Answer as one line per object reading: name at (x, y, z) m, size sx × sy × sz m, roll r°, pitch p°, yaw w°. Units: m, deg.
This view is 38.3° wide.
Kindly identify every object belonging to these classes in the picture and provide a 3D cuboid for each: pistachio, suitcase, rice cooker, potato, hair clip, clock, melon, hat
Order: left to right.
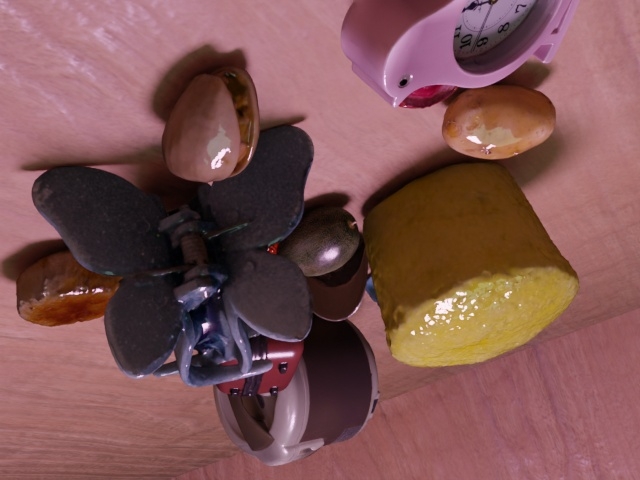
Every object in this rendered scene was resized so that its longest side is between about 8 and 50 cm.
hair clip at (-0.179, 0.047, 1.338) m, size 0.392 × 0.318 × 0.238 m, roll -13°, pitch 162°, yaw -13°
pistachio at (-0.139, -0.143, 1.165) m, size 0.124 × 0.124 × 0.185 m, roll -3°, pitch 140°, yaw -31°
suitcase at (-0.126, 0.165, 1.786) m, size 0.161 × 0.236 × 0.297 m, roll -1°, pitch 157°, yaw -8°
rice cooker at (-0.071, 0.333, 2.113) m, size 0.325 × 0.335 × 0.335 m, roll -3°, pitch 156°, yaw -41°
melon at (0.000, 0.000, 1.620) m, size 0.167 × 0.114 × 0.114 m, roll -28°, pitch 157°, yaw 35°
hat at (0.047, 0.092, 1.823) m, size 0.166 × 0.173 × 0.144 m, roll -21°, pitch 153°, yaw 17°
clock at (0.162, -0.283, 0.932) m, size 0.275 × 0.080 × 0.290 m, roll -23°, pitch 143°, yaw -26°
potato at (0.263, -0.177, 1.375) m, size 0.178 × 0.109 × 0.118 m, roll -3°, pitch 178°, yaw -20°

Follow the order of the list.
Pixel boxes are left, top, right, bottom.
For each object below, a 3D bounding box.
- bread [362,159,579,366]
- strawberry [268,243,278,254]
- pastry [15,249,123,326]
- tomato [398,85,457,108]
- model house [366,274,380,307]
bread at (0.257, 0.041, 1.644) m, size 0.348 × 0.307 × 0.348 m, roll -11°, pitch 153°, yaw -6°
strawberry at (-0.103, -0.001, 1.591) m, size 0.073 × 0.083 × 0.073 m, roll -16°, pitch 176°, yaw -1°
pastry at (-0.409, 0.074, 1.531) m, size 0.192 × 0.093 × 0.182 m, roll -8°, pitch 161°, yaw -26°
tomato at (0.112, -0.256, 1.087) m, size 0.173 × 0.099 × 0.189 m, roll 24°, pitch 100°, yaw -42°
model house at (0.224, 0.136, 2.047) m, size 0.261 × 0.226 × 0.241 m, roll 1°, pitch -177°, yaw -35°
